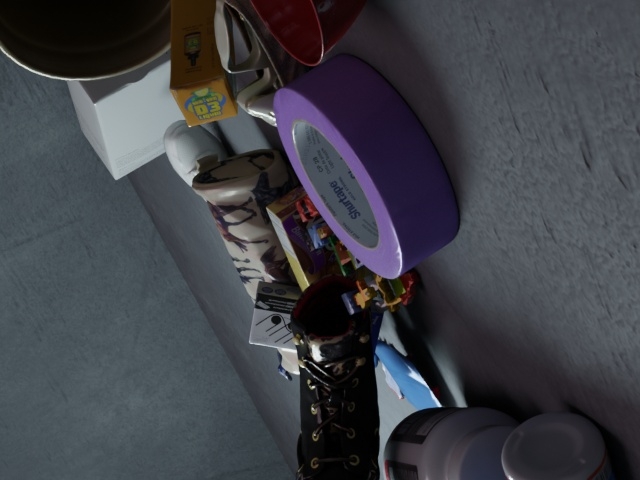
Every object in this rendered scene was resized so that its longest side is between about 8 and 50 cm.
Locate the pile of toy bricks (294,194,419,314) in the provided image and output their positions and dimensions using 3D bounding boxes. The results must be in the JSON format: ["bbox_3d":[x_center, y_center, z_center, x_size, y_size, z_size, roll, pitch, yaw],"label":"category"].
[{"bbox_3d":[0.061,0.000,1.573,0.105,0.118,0.212,-32,78,38],"label":"pile of toy bricks"}]

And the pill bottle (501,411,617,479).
[{"bbox_3d":[0.306,0.326,1.355,0.124,0.124,0.221,37,154,55],"label":"pill bottle"}]

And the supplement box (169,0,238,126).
[{"bbox_3d":[-0.165,-0.266,1.564,0.233,0.078,0.080,-96,-9,-45],"label":"supplement box"}]

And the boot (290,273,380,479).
[{"bbox_3d":[0.021,0.251,1.635,0.377,0.138,0.284,-73,-20,-59],"label":"boot"}]

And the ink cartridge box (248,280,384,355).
[{"bbox_3d":[-0.007,0.132,1.806,0.046,0.207,0.097,-85,5,-63],"label":"ink cartridge box"}]

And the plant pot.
[{"bbox_3d":[-0.364,-0.449,1.669,0.323,0.323,0.280,79,171,-56],"label":"plant pot"}]

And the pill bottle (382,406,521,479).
[{"bbox_3d":[0.207,0.324,1.576,0.176,0.176,0.318,57,167,1],"label":"pill bottle"}]

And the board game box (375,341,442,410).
[{"bbox_3d":[0.159,0.224,1.830,0.169,0.033,0.133,56,162,-15],"label":"board game box"}]

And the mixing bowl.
[{"bbox_3d":[-0.010,-0.283,1.155,0.181,0.098,0.181,53,166,20],"label":"mixing bowl"}]

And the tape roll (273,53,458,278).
[{"bbox_3d":[0.053,-0.090,1.384,0.275,0.090,0.275,51,164,20],"label":"tape roll"}]

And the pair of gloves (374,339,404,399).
[{"bbox_3d":[0.098,0.206,2.012,0.198,0.023,0.159,48,163,37],"label":"pair of gloves"}]

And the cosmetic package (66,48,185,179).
[{"bbox_3d":[-0.382,-0.289,2.210,0.155,0.197,0.365,54,164,15],"label":"cosmetic package"}]

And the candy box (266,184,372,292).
[{"bbox_3d":[0.000,0.000,1.718,0.053,0.109,0.187,40,157,50],"label":"candy box"}]

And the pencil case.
[{"bbox_3d":[-0.072,0.035,1.889,0.183,0.160,0.410,-3,119,45],"label":"pencil case"}]

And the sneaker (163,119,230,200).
[{"bbox_3d":[-0.177,-0.101,2.133,0.292,0.108,0.169,54,168,-32],"label":"sneaker"}]

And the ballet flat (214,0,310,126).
[{"bbox_3d":[-0.074,-0.232,1.469,0.107,0.106,0.316,38,156,49],"label":"ballet flat"}]
